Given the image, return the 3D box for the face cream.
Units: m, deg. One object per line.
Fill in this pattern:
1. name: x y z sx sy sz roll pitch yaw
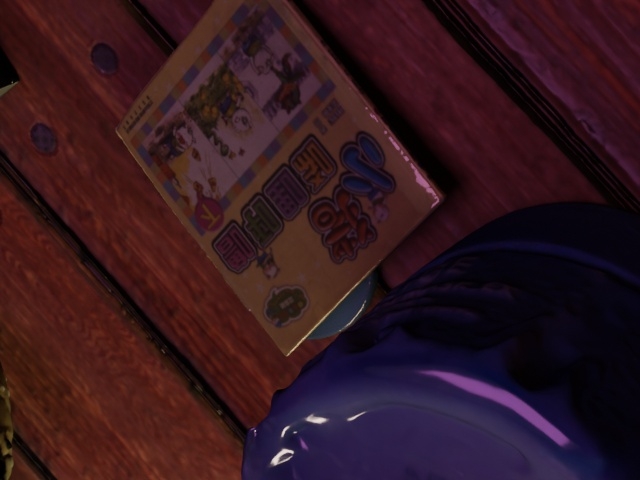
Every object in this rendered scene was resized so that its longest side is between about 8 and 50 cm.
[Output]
1. face cream: 0.111 0.127 1.024 0.249 0.225 0.249 11 114 26

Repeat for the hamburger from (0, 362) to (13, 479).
1. hamburger: -0.345 0.120 1.333 0.288 0.192 0.167 13 124 -2

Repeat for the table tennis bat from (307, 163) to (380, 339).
1. table tennis bat: 0.000 0.000 1.166 0.100 0.019 0.155 46 127 9

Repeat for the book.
1. book: -0.030 -0.050 1.151 0.192 0.013 0.168 52 127 12

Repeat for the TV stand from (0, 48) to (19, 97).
1. TV stand: -0.320 -0.190 1.240 0.083 0.088 0.269 -34 91 36
